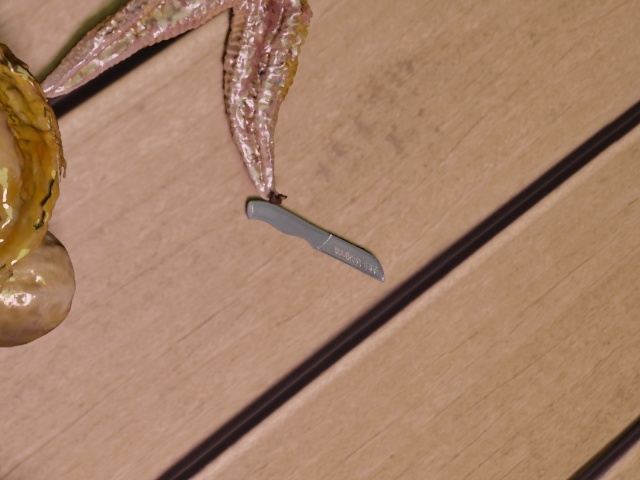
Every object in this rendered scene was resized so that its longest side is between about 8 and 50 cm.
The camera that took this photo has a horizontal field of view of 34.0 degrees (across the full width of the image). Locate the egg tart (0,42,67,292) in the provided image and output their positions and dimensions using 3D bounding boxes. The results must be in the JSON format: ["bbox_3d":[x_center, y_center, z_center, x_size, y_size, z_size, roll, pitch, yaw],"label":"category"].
[{"bbox_3d":[-0.352,-0.069,0.848,0.297,0.132,0.297,3,78,-14],"label":"egg tart"}]

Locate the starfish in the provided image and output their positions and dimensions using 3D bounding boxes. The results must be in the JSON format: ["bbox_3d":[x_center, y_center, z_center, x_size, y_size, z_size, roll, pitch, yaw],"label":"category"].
[{"bbox_3d":[-0.053,-0.244,1.022,0.398,0.132,0.384,20,103,-45],"label":"starfish"}]

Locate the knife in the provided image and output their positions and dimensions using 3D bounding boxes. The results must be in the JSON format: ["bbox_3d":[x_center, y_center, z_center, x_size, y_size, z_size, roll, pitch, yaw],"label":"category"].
[{"bbox_3d":[0.000,-0.001,1.191,0.210,0.015,0.028,26,85,-33],"label":"knife"}]

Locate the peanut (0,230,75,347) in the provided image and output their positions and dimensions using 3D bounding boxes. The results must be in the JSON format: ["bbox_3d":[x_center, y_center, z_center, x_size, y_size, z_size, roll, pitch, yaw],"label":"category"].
[{"bbox_3d":[-0.338,0.036,0.950,0.224,0.129,0.129,3,104,-20],"label":"peanut"}]
